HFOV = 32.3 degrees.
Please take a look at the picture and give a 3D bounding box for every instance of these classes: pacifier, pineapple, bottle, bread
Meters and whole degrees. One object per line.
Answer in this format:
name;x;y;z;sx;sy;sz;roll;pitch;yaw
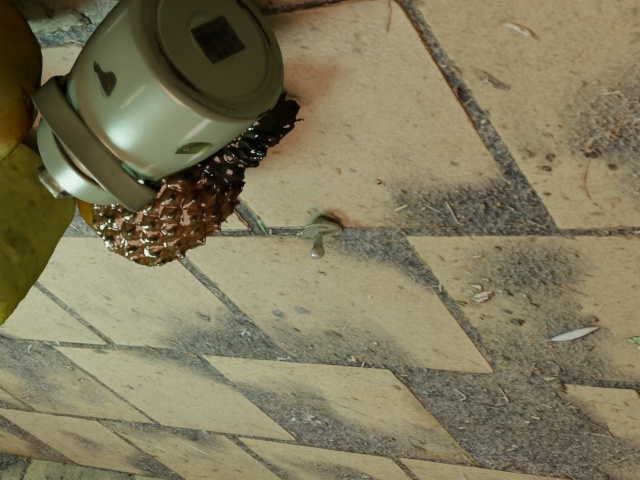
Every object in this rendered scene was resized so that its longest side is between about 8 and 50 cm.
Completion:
pacifier;0.000;0.000;1.749;0.068;0.064;0.083;10;158;-21
pineapple;-0.168;-0.098;1.558;0.362;0.202;0.202;-25;131;39
bottle;-0.232;-0.160;1.358;0.229;0.229;0.352;33;139;-26
bread;-0.608;-0.024;1.836;0.348;0.307;0.348;13;150;8

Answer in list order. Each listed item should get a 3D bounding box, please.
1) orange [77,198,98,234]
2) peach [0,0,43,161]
orange;-0.317;-0.057;1.773;0.156;0.124;0.156;30;158;13
peach;-0.519;-0.218;1.417;0.316;0.314;0.281;7;133;-11
